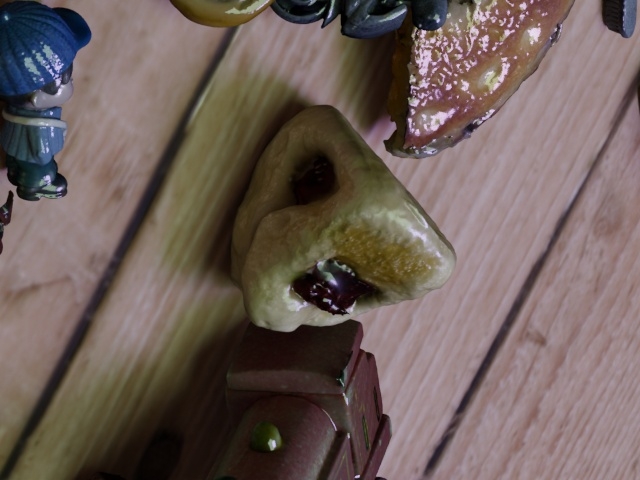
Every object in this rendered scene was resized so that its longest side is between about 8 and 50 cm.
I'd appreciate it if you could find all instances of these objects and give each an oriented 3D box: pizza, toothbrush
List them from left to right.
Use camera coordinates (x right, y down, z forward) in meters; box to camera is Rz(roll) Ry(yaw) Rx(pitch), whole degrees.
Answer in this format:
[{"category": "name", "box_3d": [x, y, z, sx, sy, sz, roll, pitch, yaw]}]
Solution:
[{"category": "pizza", "box_3d": [0.134, -0.201, 1.375, 0.161, 0.085, 0.305, 31, 94, -48]}, {"category": "toothbrush", "box_3d": [0.263, -0.324, 1.476, 0.023, 0.031, 0.321, -27, 128, -33]}]

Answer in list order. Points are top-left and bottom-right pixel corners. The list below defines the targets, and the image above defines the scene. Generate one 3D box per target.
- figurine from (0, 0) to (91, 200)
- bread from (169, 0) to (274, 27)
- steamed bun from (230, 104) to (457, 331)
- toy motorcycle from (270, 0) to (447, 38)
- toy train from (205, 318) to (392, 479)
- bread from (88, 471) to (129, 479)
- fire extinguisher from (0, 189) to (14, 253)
[{"category": "figurine", "box_3d": [-0.197, -0.095, 1.132, 0.079, 0.077, 0.136, 0, 122, -29]}, {"category": "bread", "box_3d": [-0.066, -0.241, 1.138, 0.134, 0.081, 0.225, -41, 149, -10]}, {"category": "steamed bun", "box_3d": [0.000, 0.000, 1.318, 0.155, 0.172, 0.141, -41, 127, 4]}, {"category": "toy motorcycle", "box_3d": [0.057, -0.214, 1.274, 0.193, 0.124, 0.061, -47, 178, -10]}, {"category": "toy train", "box_3d": [-0.029, 0.217, 1.328, 0.304, 0.150, 0.221, -65, 151, -53]}, {"category": "bread", "box_3d": [-0.151, 0.214, 1.325, 0.053, 0.085, 0.085, -46, 137, -4]}, {"category": "fire extinguisher", "box_3d": [-0.255, 0.020, 1.150, 0.132, 0.039, 0.056, -40, 159, -22]}]
